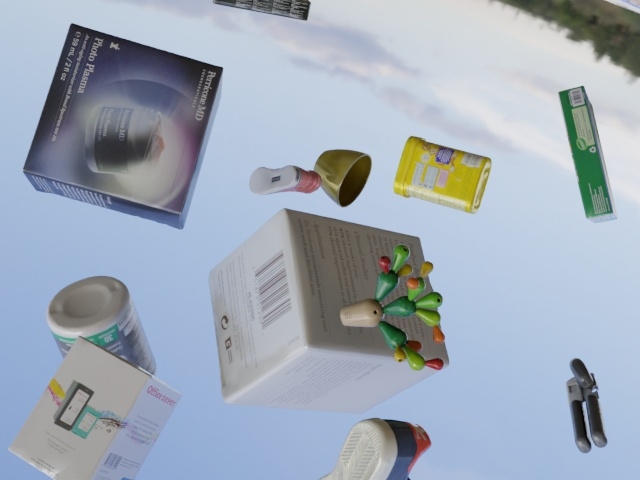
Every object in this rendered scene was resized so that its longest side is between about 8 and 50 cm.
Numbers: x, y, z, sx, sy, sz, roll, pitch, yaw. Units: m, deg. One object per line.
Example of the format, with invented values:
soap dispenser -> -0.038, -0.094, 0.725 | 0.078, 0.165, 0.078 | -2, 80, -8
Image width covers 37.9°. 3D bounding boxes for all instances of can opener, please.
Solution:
can opener -> 0.608, 0.375, 2.171 | 0.095, 0.076, 0.283 | 59, -160, -16

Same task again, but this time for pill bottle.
pill bottle -> -0.519, 0.281, 2.282 | 0.204, 0.361, 0.204 | -7, -142, 6

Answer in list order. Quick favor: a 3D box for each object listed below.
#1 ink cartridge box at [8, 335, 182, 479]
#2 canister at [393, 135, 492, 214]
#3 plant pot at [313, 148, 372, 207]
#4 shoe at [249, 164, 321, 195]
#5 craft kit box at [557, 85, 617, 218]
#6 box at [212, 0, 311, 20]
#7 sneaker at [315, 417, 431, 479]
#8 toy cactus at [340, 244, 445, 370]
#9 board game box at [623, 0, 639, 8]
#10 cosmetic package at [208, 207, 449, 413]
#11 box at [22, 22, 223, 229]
ink cartridge box -> -0.462, 0.377, 1.948 | 0.197, 0.270, 0.198 | 25, 166, 21
canister -> 0.246, -0.130, 1.869 | 0.170, 0.126, 0.073 | 18, -175, 26
plant pot -> 0.041, -0.155, 2.114 | 0.095, 0.134, 0.134 | 30, -158, 22
shoe -> -0.078, -0.127, 2.036 | 0.081, 0.063, 0.178 | 13, 169, -38
craft kit box -> 0.529, -0.162, 1.832 | 0.061, 0.249, 0.247 | -13, 174, 22
box -> -0.126, -0.489, 1.866 | 0.191, 0.045, 0.184 | 8, -162, -13
sneaker -> 0.077, 0.442, 1.631 | 0.148, 0.350, 0.131 | 3, -136, -37
toy cactus -> 0.121, 0.123, 1.594 | 0.181, 0.218, 0.112 | -11, -175, 21
board game box -> 0.336, -0.376, 1.122 | 0.232, 0.141, 0.291 | 15, -160, -24
cosmetic package -> 0.012, 0.171, 2.064 | 0.394, 0.327, 0.329 | 12, -126, -35
box -> -0.359, -0.208, 1.745 | 0.294, 0.296, 0.183 | 15, 170, -7
